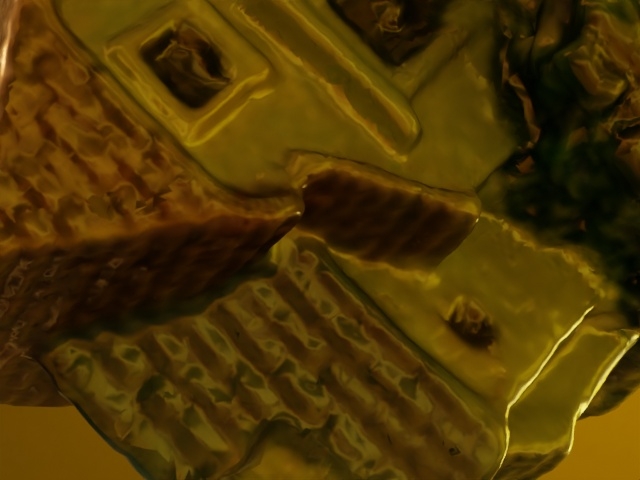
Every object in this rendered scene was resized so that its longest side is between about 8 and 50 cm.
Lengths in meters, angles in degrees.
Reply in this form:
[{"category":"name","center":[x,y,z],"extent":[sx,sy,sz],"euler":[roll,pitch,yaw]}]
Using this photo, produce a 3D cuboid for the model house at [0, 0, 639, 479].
[{"category":"model house","center":[0.000,0.000,0.488],"extent":[0.189,0.214,0.195],"euler":[-43,180,-36]}]
